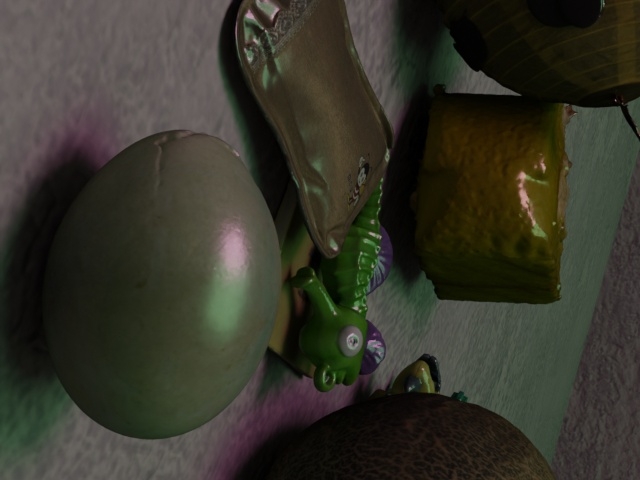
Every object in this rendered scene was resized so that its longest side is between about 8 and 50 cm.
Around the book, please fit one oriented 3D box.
[{"bbox_3d":[0.000,0.000,0.889,0.168,0.013,0.192,50,57,-66],"label":"book"}]

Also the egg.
[{"bbox_3d":[-0.076,0.021,0.560,0.114,0.114,0.152,-4,110,-69],"label":"egg"}]

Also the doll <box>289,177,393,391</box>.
[{"bbox_3d":[0.020,0.021,0.870,0.115,0.050,0.190,35,62,-60],"label":"doll"}]

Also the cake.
[{"bbox_3d":[0.166,-0.045,1.099,0.260,0.156,0.179,58,34,-70],"label":"cake"}]

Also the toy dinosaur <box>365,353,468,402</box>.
[{"bbox_3d":[0.071,0.227,1.133,0.153,0.094,0.259,-10,121,-68],"label":"toy dinosaur"}]

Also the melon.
[{"bbox_3d":[0.073,0.240,0.907,0.329,0.248,0.249,1,103,-68],"label":"melon"}]

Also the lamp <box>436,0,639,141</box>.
[{"bbox_3d":[0.220,-0.207,0.964,0.250,0.250,0.284,4,70,-69],"label":"lamp"}]

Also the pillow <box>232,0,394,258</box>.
[{"bbox_3d":[-0.001,-0.093,0.769,0.130,0.033,0.218,-58,144,-35],"label":"pillow"}]
